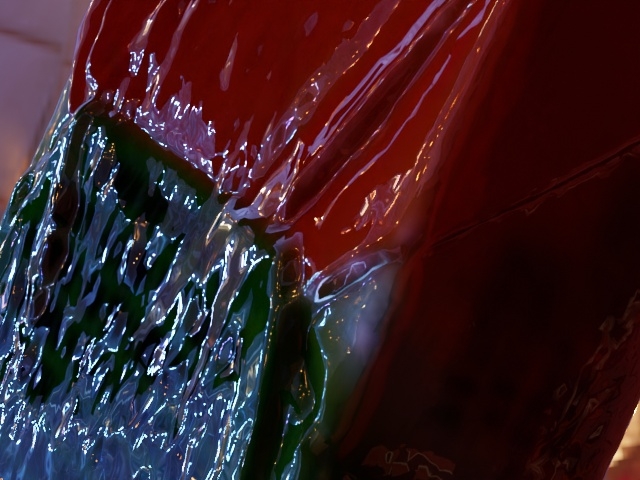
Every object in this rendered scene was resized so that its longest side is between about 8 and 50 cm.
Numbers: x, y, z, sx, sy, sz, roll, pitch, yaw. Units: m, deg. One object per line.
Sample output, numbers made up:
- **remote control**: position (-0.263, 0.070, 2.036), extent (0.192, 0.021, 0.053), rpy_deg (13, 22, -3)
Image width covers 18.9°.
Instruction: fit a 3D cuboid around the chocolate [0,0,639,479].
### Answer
- **chocolate**: position (0.000, 0.000, 0.826), extent (0.161, 0.360, 0.341), rpy_deg (20, -83, -31)
